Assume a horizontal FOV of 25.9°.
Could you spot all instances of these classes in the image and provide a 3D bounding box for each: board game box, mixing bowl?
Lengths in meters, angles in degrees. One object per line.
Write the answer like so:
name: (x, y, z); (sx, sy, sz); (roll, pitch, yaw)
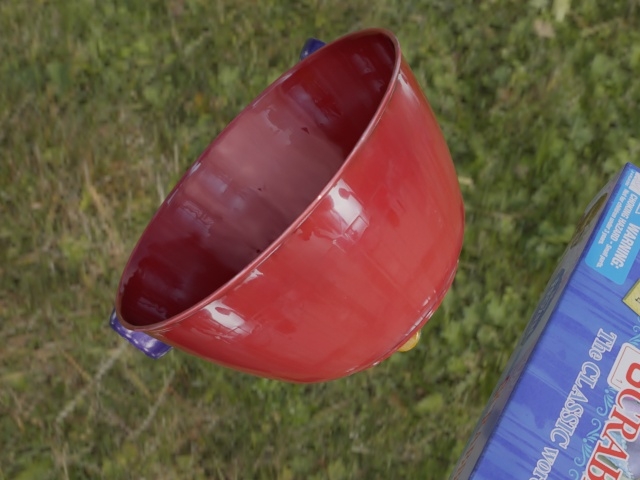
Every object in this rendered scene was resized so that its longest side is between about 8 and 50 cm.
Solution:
board game box: (0.260, 0.149, 0.865); (0.318, 0.066, 0.319); (33, 53, 1)
mixing bowl: (0.000, 0.000, 0.651); (0.098, 0.181, 0.181); (44, 54, -20)

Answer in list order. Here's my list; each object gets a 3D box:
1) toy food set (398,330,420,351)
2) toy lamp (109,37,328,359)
toy food set: (0.018, 0.043, 1.597); (0.111, 0.104, 0.232); (-43, 87, 6)
toy lamp: (-0.063, -0.029, 1.086); (0.080, 0.080, 0.275); (36, 84, 21)
